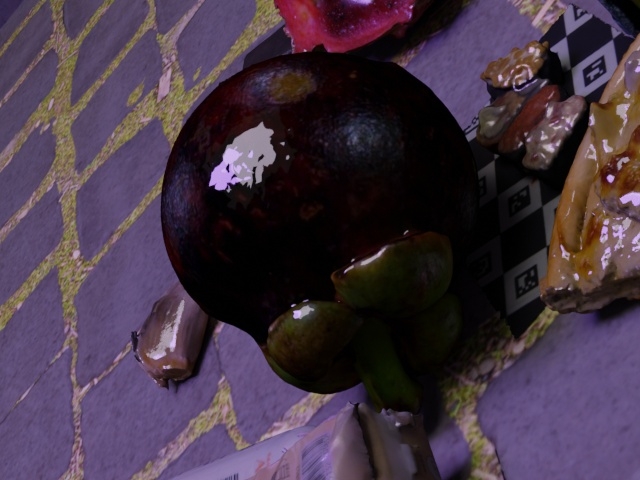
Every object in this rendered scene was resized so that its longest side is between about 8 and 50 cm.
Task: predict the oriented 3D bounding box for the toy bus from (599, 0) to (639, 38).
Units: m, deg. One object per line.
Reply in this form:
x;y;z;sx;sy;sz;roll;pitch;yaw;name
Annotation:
0.283;-0.308;1.248;0.150;0.128;0.262;-36;36;25;toy bus

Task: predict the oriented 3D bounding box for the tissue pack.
0.013;0.276;1.049;0.215;0.123;0.257;-43;40;26;tissue pack

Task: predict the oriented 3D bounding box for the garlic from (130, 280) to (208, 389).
-0.162;0.098;1.591;0.084;0.066;0.152;6;66;28;garlic

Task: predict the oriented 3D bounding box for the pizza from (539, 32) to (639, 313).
0.280;-0.084;1.051;0.223;0.089;0.323;12;73;56;pizza

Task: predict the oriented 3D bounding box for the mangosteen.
0.005;-0.017;1.229;0.311;0.311;0.311;-37;34;31;mangosteen

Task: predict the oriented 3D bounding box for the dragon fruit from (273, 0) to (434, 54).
0.032;-0.294;1.613;0.262;0.134;0.211;46;120;26;dragon fruit

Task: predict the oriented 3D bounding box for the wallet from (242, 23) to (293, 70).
-0.049;-0.258;1.819;0.156;0.018;0.082;-34;35;35;wallet

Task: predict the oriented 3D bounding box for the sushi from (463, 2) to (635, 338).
0.191;-0.091;1.247;0.264;0.050;0.290;-50;30;11;sushi

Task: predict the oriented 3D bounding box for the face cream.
-0.049;0.222;1.260;0.269;0.082;0.082;-29;39;42;face cream
